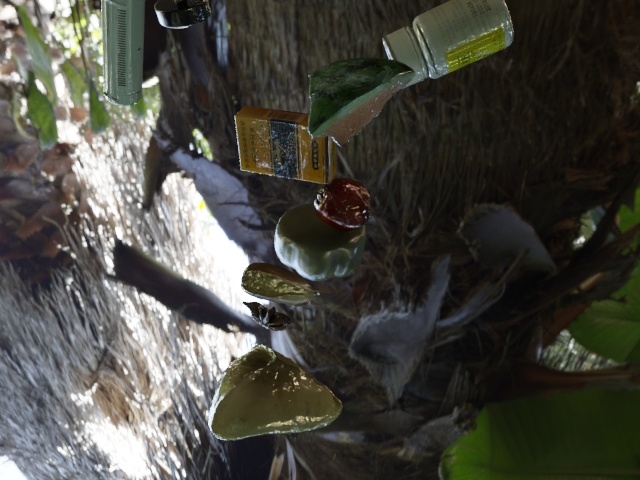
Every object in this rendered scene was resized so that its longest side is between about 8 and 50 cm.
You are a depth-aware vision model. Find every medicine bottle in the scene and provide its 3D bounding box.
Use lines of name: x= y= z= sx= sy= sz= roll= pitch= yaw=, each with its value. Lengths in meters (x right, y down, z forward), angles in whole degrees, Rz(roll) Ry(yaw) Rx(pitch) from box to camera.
medicine bottle: x=0.276 y=-0.443 z=1.290 sx=0.257 sy=0.143 sz=0.144 roll=-21 pitch=-135 yaw=10

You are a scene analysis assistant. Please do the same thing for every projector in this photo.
projector: x=-0.513 y=-0.517 z=1.527 sx=0.108 sy=0.338 sz=0.108 roll=10 pitch=-133 yaw=-11

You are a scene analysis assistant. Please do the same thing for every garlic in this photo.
garlic: x=-0.105 y=0.104 z=1.361 sx=0.195 sy=0.087 sz=0.101 roll=19 pitch=-179 yaw=-24

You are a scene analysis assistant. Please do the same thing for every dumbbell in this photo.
dumbbell: x=-0.384 y=-0.690 z=1.550 sx=0.152 sy=0.218 sz=0.153 roll=-7 pitch=-136 yaw=6

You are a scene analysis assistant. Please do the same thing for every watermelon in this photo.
watermelon: x=0.045 y=-0.193 z=0.755 sx=0.155 sy=0.080 sz=0.101 roll=-33 pitch=-120 yaw=8

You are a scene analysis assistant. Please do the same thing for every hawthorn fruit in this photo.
hawthorn fruit: x=0.049 y=-0.100 z=1.552 sx=0.171 sy=0.148 sz=0.148 roll=13 pitch=-143 yaw=-33

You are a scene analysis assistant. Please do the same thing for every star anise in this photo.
star anise: x=-0.135 y=0.181 z=1.438 sx=0.129 sy=0.124 sz=0.056 roll=27 pitch=-110 yaw=-3

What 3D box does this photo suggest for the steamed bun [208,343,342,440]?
steamed bun: x=-0.103 y=0.257 z=1.069 sx=0.231 sy=0.111 sz=0.212 roll=-1 pitch=-161 yaw=-25

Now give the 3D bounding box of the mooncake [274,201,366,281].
mooncake: x=0.000 y=0.000 z=1.670 sx=0.274 sy=0.135 sz=0.275 roll=3 pitch=-143 yaw=-2

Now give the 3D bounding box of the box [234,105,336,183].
box: x=-0.080 y=-0.230 z=1.410 sx=0.237 sy=0.152 sz=0.070 roll=12 pitch=-142 yaw=18
